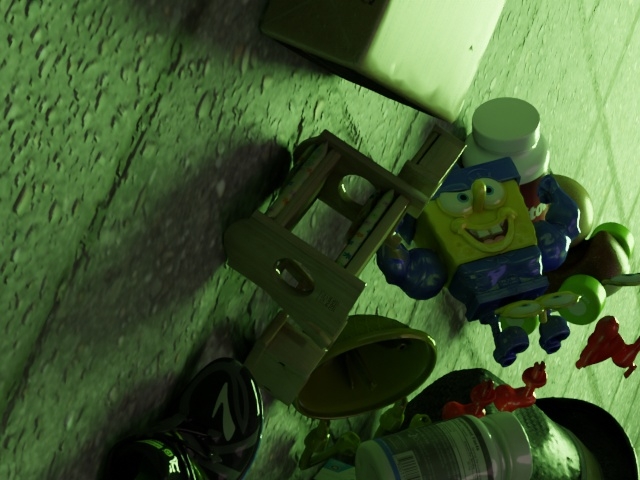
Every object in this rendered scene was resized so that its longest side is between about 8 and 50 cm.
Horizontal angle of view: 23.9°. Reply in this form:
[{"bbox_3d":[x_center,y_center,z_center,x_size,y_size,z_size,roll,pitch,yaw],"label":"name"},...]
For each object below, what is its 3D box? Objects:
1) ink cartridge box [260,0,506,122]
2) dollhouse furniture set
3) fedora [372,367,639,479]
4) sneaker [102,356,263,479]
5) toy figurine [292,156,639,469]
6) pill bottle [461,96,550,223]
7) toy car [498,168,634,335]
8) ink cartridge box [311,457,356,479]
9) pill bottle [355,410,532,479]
[{"bbox_3d":[0.072,-0.219,1.059,0.193,0.088,0.235,18,95,-66],"label":"ink cartridge box"},{"bbox_3d":[0.000,0.000,1.124,0.182,0.101,0.161,-52,175,-43],"label":"dollhouse furniture set"},{"bbox_3d":[0.136,0.237,1.424,0.152,0.334,0.334,53,51,-27],"label":"fedora"},{"bbox_3d":[-0.095,0.148,0.987,0.188,0.067,0.078,-53,157,-35],"label":"sneaker"},{"bbox_3d":[0.110,0.029,1.323,0.362,0.217,0.191,-14,149,-15],"label":"toy figurine"},{"bbox_3d":[0.179,-0.060,1.468,0.086,0.086,0.152,-55,151,-38],"label":"pill bottle"},{"bbox_3d":[0.244,-0.017,1.656,0.155,0.149,0.188,-49,119,-53],"label":"toy car"},{"bbox_3d":[0.010,0.230,1.321,0.083,0.048,0.028,-42,143,-50],"label":"ink cartridge box"},{"bbox_3d":[0.105,0.192,1.284,0.137,0.078,0.078,-12,126,-19],"label":"pill bottle"}]
